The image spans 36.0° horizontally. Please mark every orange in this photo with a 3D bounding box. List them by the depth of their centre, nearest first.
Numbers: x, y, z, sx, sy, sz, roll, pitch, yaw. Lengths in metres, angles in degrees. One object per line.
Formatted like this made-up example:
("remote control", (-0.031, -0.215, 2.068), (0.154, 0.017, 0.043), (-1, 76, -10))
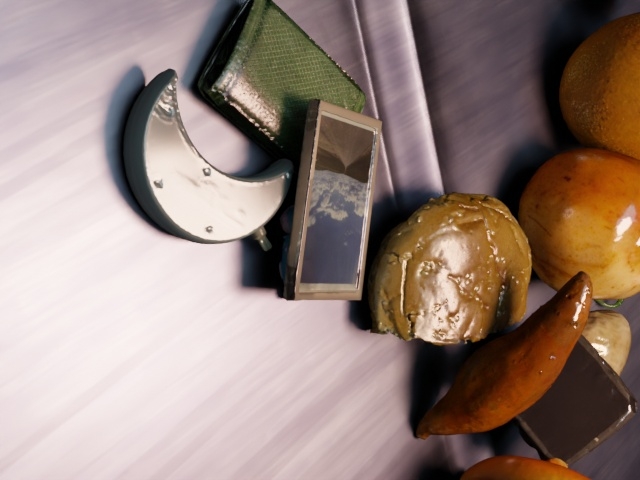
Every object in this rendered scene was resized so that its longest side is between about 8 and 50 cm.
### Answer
("orange", (0.544, -0.251, 1.668), (0.274, 0.274, 0.274), (-1, 91, -42))

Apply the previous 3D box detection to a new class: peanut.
("peanut", (0.442, 0.222, 1.683), (0.137, 0.122, 0.253), (39, 70, -37))

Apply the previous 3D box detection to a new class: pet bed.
("pet bed", (0.369, 0.232, 1.540), (0.183, 0.211, 0.159), (-40, 164, 0))

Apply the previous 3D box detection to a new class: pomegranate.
("pomegranate", (0.452, -0.018, 1.597), (0.264, 0.264, 0.264), (-1, 91, -42))

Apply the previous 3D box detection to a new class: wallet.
("wallet", (-0.042, -0.191, 1.282), (0.236, 0.055, 0.160), (39, 70, -40))

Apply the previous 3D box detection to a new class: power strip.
("power strip", (-0.135, -0.076, 1.195), (0.253, 0.054, 0.167), (39, 72, -35))

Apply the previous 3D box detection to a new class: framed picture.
("framed picture", (0.018, -0.047, 1.305), (0.189, 0.023, 0.259), (7, 90, -61))

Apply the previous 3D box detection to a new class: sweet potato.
("sweet potato", (0.274, 0.190, 1.421), (0.112, 0.359, 0.112), (39, 25, -21))

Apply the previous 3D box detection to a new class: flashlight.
("flashlight", (-0.028, 0.015, 1.299), (0.051, 0.051, 0.129), (-3, 94, -42))

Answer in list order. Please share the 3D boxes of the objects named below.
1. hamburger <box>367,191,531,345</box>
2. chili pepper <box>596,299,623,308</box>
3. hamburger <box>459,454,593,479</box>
("hamburger", (0.198, 0.033, 1.451), (0.309, 0.132, 0.211), (-5, 98, -39))
("chili pepper", (0.553, -0.005, 1.815), (0.100, 0.074, 0.256), (-6, 90, -39))
("hamburger", (0.343, 0.498, 1.421), (0.277, 0.396, 0.395), (-53, 123, -28))
